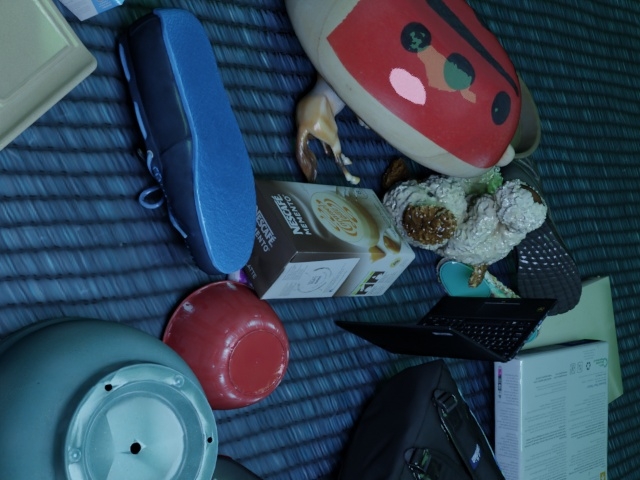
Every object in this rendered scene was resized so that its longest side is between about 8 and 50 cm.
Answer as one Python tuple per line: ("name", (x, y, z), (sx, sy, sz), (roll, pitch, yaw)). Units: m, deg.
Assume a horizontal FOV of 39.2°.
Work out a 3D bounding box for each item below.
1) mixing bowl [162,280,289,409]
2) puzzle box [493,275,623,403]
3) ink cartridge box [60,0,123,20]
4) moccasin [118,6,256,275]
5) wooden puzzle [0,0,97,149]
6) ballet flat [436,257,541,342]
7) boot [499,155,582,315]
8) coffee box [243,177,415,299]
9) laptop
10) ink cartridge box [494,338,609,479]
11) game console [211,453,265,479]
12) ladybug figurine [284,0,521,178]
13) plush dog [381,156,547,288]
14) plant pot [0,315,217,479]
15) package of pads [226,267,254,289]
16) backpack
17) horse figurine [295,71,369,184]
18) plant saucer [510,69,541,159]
("mixing bowl", (-0.109, 0.150, 1.191), (0.181, 0.098, 0.181), (-7, 102, -35))
("puzzle box", (0.492, 0.244, 1.846), (0.409, 0.052, 0.272), (-14, 98, -44))
("ink cartridge box", (-0.292, -0.349, 1.060), (0.143, 0.092, 0.090), (44, 59, -35))
("moccasin", (-0.172, -0.122, 1.161), (0.137, 0.117, 0.342), (-13, 93, -57))
("wooden puzzle", (-0.395, -0.230, 0.994), (0.239, 0.044, 0.221), (54, 54, -23))
("ballet flat", (0.302, 0.101, 1.633), (0.241, 0.091, 0.077), (41, 27, -14))
("boot", (0.409, -0.038, 1.707), (0.223, 0.118, 0.338), (-79, 150, -51))
("coffee box", (0.000, 0.000, 1.291), (0.246, 0.098, 0.141), (1, 48, -45))
("laptop", (0.203, 0.115, 1.434), (0.264, 0.234, 0.137), (-40, 116, -38))
("ink cartridge box", (0.444, 0.365, 1.710), (0.324, 0.071, 0.330), (0, 92, -45))
("game console", (-0.124, 0.510, 1.157), (0.342, 0.060, 0.386), (38, 62, -19))
("ladybug figurine", (0.149, -0.282, 1.357), (0.449, 0.162, 0.305), (40, 44, -15))
("plush dog", (0.202, -0.039, 1.466), (0.225, 0.262, 0.211), (13, 109, -22))
("plant pot", (-0.234, 0.225, 0.989), (0.293, 0.196, 0.293), (7, 79, -37))
("package of pads", (-0.108, 0.066, 1.268), (0.050, 0.032, 0.083), (12, 80, -44))
("backpack", (0.178, 0.418, 1.406), (0.355, 0.273, 0.290), (46, 45, -18))
("horse figurine", (0.021, -0.199, 1.385), (0.174, 0.066, 0.263), (44, 59, -35))
("plant saucer", (0.284, -0.258, 1.604), (0.278, 0.041, 0.278), (21, 52, -29))
